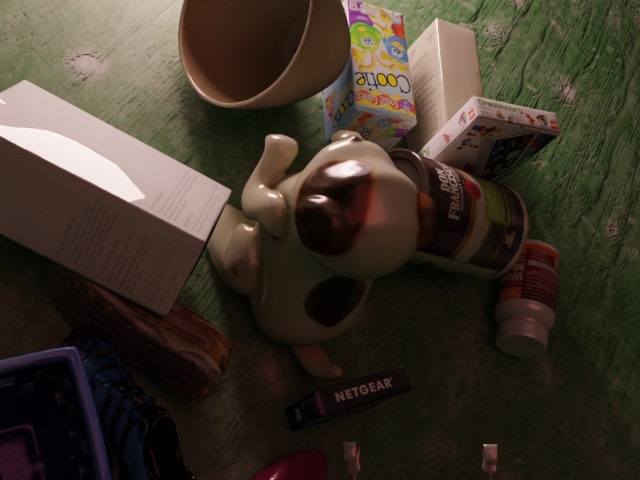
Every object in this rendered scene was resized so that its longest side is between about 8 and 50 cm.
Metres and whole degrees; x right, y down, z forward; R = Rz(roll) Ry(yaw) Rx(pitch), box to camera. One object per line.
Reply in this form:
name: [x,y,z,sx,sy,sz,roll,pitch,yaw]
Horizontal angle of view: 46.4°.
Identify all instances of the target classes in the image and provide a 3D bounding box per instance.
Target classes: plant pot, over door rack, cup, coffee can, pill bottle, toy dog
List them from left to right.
plant pot: [-0.417,0.295,0.969,0.235,0.212,0.236,-10,73,-30]
cup: [-0.074,-0.395,1.438,0.236,0.331,0.331,7,61,-52]
toy dog: [0.000,0.000,1.200,0.284,0.408,0.396,8,63,-23]
over door rack: [0.163,0.471,1.164,0.239,0.108,0.325,-2,85,7]
coffee can: [0.231,-0.044,1.431,0.275,0.201,0.202,13,61,-35]
pill bottle: [0.421,0.118,1.529,0.121,0.121,0.221,25,58,-14]

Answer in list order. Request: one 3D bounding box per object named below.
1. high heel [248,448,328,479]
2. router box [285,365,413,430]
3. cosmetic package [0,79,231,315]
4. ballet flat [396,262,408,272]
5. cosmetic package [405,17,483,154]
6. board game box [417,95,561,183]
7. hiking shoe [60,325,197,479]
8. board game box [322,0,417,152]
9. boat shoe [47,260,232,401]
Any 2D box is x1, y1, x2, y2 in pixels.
high heel: [-0.084,0.440,1.084,0.127,0.181,0.377,44,56,-2]
router box: [0.046,0.267,1.262,0.178,0.133,0.046,-10,71,-29]
cosmetic package: [-0.352,-0.072,1.152,0.384,0.156,0.217,28,24,-6]
ballet flat: [0.136,0.013,1.491,0.041,0.041,0.114,-32,84,-34]
cosmetic package: [0.265,-0.303,1.630,0.113,0.160,0.310,12,63,-23]
board game box: [0.302,-0.164,1.492,0.192,0.305,0.053,6,61,-24]
hiking shoe: [-0.272,0.253,1.095,0.113,0.132,0.304,-17,79,-60]
board game box: [0.094,-0.340,1.569,0.142,0.144,0.276,8,64,-24]
boat shoe: [-0.282,0.124,1.186,0.324,0.123,0.116,37,39,-3]
